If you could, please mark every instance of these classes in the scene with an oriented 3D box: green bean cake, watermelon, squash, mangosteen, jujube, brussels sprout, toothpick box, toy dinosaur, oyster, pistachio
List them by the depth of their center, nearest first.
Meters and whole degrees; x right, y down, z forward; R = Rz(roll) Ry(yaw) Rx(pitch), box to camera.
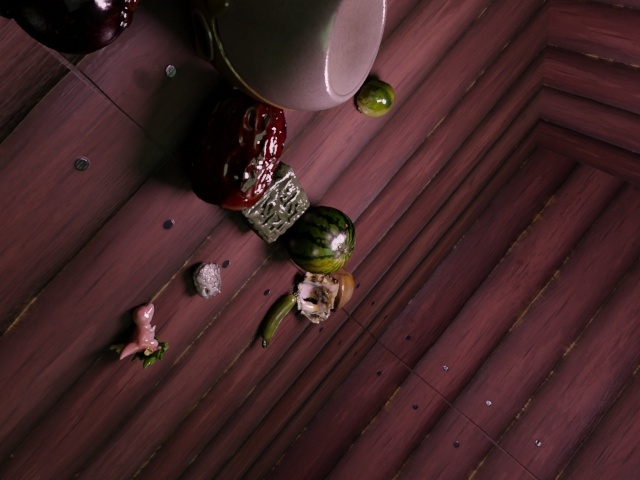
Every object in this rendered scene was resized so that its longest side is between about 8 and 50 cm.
[{"bbox_3d":[-0.482,-0.495,0.770,0.288,0.287,0.233,-64,173,16],"label":"mangosteen"},{"bbox_3d":[-0.095,-0.536,1.006,0.409,0.425,0.409,-51,157,-31],"label":"toothpick box"},{"bbox_3d":[-0.244,-0.253,1.227,0.258,0.258,0.377,-7,127,-47],"label":"jujube"},{"bbox_3d":[-0.608,0.334,1.437,0.194,0.152,0.177,-44,138,-23],"label":"toy dinosaur"},{"bbox_3d":[-0.181,-0.146,1.522,0.241,0.132,0.255,-41,145,-10],"label":"green bean cake"},{"bbox_3d":[0.224,-0.547,1.639,0.151,0.122,0.149,-46,143,-11],"label":"brussels sprout"},{"bbox_3d":[0.000,0.000,1.725,0.285,0.285,0.285,-30,140,-29],"label":"watermelon"},{"bbox_3d":[-0.205,0.359,1.981,0.319,0.080,0.071,-57,154,4],"label":"squash"},{"bbox_3d":[-0.028,0.267,2.058,0.201,0.107,0.355,6,125,-8],"label":"oyster"},{"bbox_3d":[0.082,0.266,2.151,0.213,0.162,0.261,-83,-177,-55],"label":"pistachio"}]

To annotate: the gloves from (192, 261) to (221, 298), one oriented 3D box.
[{"bbox_3d":[-0.411,0.143,1.552,0.114,0.070,0.153,-29,137,-30],"label":"gloves"}]
